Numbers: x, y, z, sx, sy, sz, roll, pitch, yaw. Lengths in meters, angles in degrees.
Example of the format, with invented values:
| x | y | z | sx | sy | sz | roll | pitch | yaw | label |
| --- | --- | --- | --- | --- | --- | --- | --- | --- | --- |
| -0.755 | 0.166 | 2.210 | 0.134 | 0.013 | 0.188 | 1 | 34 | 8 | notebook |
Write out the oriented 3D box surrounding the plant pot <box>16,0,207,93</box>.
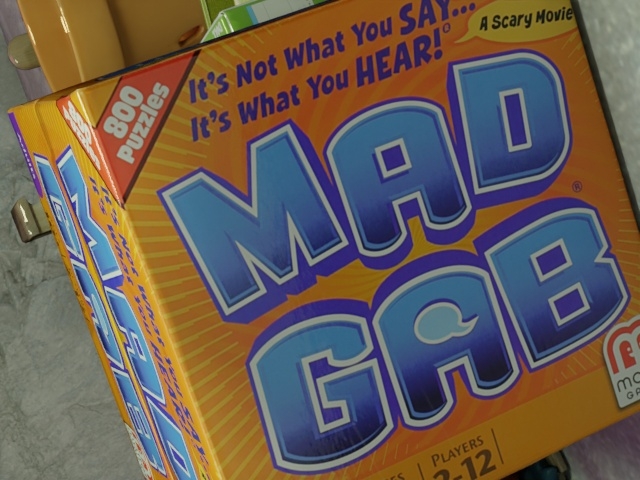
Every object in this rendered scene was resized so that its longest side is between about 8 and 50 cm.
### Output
| x | y | z | sx | sy | sz | roll | pitch | yaw | label |
| --- | --- | --- | --- | --- | --- | --- | --- | --- | --- |
| -0.268 | -0.309 | 1.741 | 0.291 | 0.203 | 0.291 | 56 | 160 | 34 | plant pot |

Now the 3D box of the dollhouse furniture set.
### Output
| x | y | z | sx | sy | sz | roll | pitch | yaw | label |
| --- | --- | --- | --- | --- | --- | --- | --- | --- | --- |
| -0.469 | -0.226 | 2.340 | 0.394 | 0.256 | 0.362 | 69 | 162 | -2 | dollhouse furniture set |

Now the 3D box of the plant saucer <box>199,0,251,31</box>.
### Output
| x | y | z | sx | sy | sz | roll | pitch | yaw | label |
| --- | --- | --- | --- | --- | --- | --- | --- | --- | --- |
| -0.094 | -0.254 | 1.555 | 0.188 | 0.045 | 0.188 | 35 | 143 | 60 | plant saucer |

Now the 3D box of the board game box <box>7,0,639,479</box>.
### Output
| x | y | z | sx | sy | sz | roll | pitch | yaw | label |
| --- | --- | --- | --- | --- | --- | --- | --- | --- | --- |
| 0.000 | 0.000 | 1.058 | 0.356 | 0.356 | 0.357 | 10 | 120 | 70 | board game box |

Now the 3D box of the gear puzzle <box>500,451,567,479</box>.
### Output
| x | y | z | sx | sy | sz | roll | pitch | yaw | label |
| --- | --- | --- | --- | --- | --- | --- | --- | --- | --- |
| 0.192 | 0.300 | 1.359 | 0.175 | 0.044 | 0.339 | 66 | 162 | 8 | gear puzzle |

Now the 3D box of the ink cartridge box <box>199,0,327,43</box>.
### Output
| x | y | z | sx | sy | sz | roll | pitch | yaw | label |
| --- | --- | --- | --- | --- | --- | --- | --- | --- | --- |
| -0.102 | -0.162 | 1.337 | 0.097 | 0.255 | 0.189 | 68 | 162 | 2 | ink cartridge box |
